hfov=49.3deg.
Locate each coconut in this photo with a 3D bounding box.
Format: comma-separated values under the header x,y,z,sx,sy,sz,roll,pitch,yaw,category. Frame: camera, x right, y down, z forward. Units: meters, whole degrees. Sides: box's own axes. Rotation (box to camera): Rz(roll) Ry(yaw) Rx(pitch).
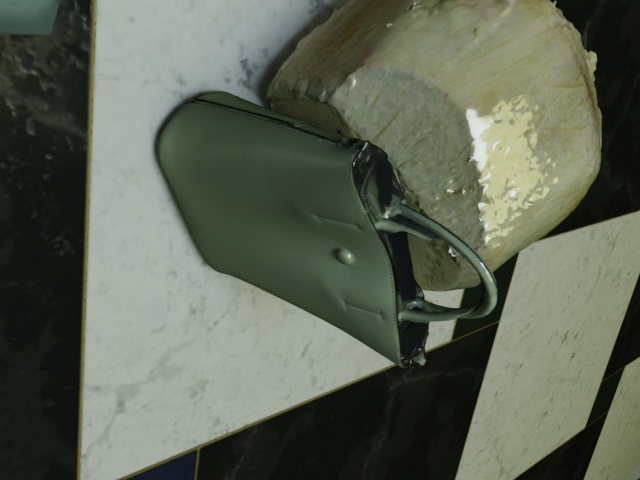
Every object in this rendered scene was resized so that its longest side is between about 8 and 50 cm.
x,y,z,sx,sy,sz,roll,pitch,yaw,category
0.123,-0.114,0.680,0.254,0.297,0.297,-44,137,-17,coconut

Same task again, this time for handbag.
x,y,z,sx,sy,sz,roll,pitch,yaw,category
0.000,0.000,0.586,0.109,0.315,0.241,-39,135,-22,handbag

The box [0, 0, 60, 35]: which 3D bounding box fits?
x,y,z,sx,sy,sz,roll,pitch,yaw,category
-0.223,-0.214,0.287,0.211,0.045,0.270,-7,75,-32,box
